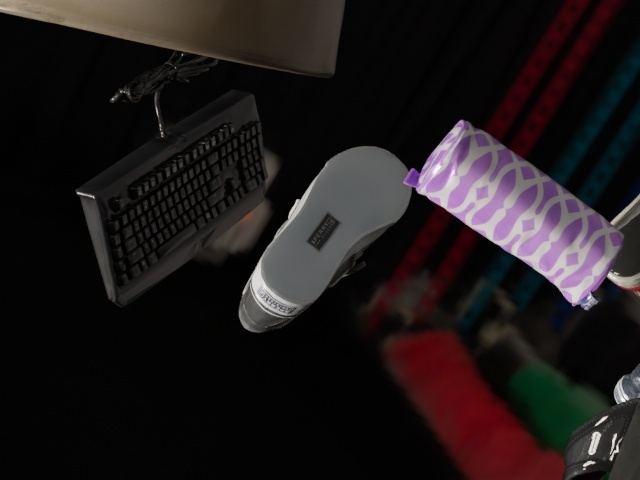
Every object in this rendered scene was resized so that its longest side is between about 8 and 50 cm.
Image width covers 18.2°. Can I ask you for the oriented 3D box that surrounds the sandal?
[{"bbox_3d":[0.334,0.187,2.015,0.167,0.446,0.107,-17,-128,-38],"label":"sandal"}]

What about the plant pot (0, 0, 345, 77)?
[{"bbox_3d":[-0.118,-0.280,1.393,0.323,0.280,0.323,13,-174,-1],"label":"plant pot"}]

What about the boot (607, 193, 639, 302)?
[{"bbox_3d":[0.392,-0.034,1.988,0.088,0.244,0.176,52,-170,25],"label":"boot"}]

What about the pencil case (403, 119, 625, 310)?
[{"bbox_3d":[0.185,-0.024,1.852,0.206,0.088,0.086,38,-128,-4],"label":"pencil case"}]

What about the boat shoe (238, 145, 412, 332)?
[{"bbox_3d":[0.003,0.003,2.376,0.113,0.105,0.306,37,-132,-4],"label":"boat shoe"}]

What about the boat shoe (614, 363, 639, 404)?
[{"bbox_3d":[0.415,0.145,2.207,0.183,0.083,0.065,-11,-119,-35],"label":"boat shoe"}]

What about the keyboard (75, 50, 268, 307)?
[{"bbox_3d":[-0.138,-0.082,1.909,0.033,0.202,0.317,-6,-162,27],"label":"keyboard"}]
